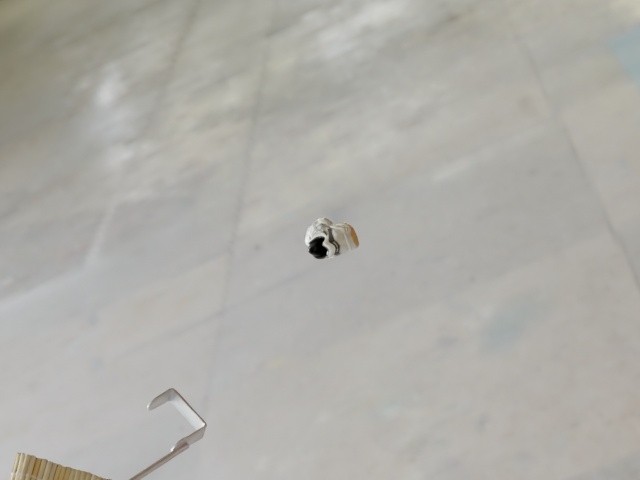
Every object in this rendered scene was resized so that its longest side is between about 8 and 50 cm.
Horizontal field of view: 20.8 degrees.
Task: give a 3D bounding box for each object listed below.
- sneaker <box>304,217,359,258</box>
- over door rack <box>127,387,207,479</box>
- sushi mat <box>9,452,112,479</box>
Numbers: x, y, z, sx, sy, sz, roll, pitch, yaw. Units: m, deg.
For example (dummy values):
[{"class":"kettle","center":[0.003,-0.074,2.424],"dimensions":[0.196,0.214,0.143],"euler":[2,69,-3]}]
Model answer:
[{"class":"sneaker","center":[0.000,0.000,1.564],"dimensions":[0.037,0.032,0.083],"euler":[-27,10,-23]},{"class":"over door rack","center":[-0.219,0.323,1.659],"dimensions":[0.324,0.108,0.239],"euler":[-45,-15,-40]},{"class":"sushi mat","center":[-0.295,0.396,1.849],"dimensions":[0.151,0.316,0.019],"euler":[15,-14,-4]}]
